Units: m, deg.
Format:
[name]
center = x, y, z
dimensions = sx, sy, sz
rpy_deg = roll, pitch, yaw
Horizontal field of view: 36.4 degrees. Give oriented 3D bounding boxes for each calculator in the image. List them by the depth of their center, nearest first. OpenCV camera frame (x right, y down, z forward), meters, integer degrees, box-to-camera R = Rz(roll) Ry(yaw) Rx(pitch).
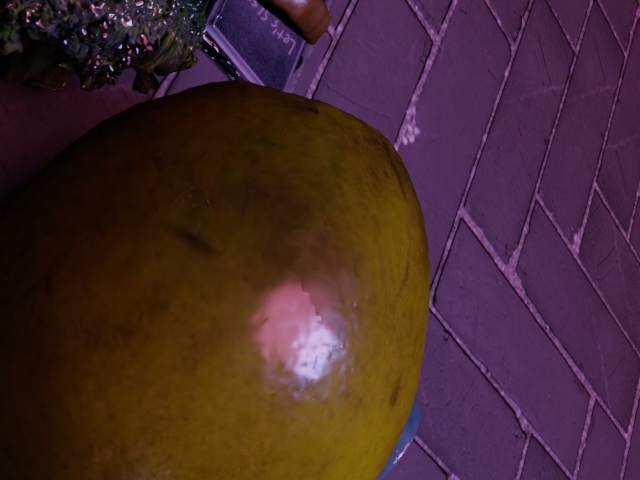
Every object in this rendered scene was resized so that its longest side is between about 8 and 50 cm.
[calculator]
center = -0.050, -0.287, 1.104
dimensions = 0.166, 0.028, 0.274
rpy_deg = 46, 54, -41

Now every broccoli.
[broccoli]
center = -0.203, -0.200, 0.794
dimensions = 0.198, 0.176, 0.226
rpy_deg = 41, 66, 12

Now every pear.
[pear]
center = -0.089, 0.064, 0.753
dimensions = 0.352, 0.352, 0.414
rpy_deg = 35, 71, -42

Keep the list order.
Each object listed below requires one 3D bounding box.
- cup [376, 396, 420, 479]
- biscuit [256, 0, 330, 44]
[cup]
center = -0.015, 0.154, 0.988
dimensions = 0.173, 0.167, 0.300
rpy_deg = 50, 23, -23
[biscuit]
center = -0.125, -0.294, 0.817
dimensions = 0.046, 0.359, 0.359
rpy_deg = -50, 133, 6
